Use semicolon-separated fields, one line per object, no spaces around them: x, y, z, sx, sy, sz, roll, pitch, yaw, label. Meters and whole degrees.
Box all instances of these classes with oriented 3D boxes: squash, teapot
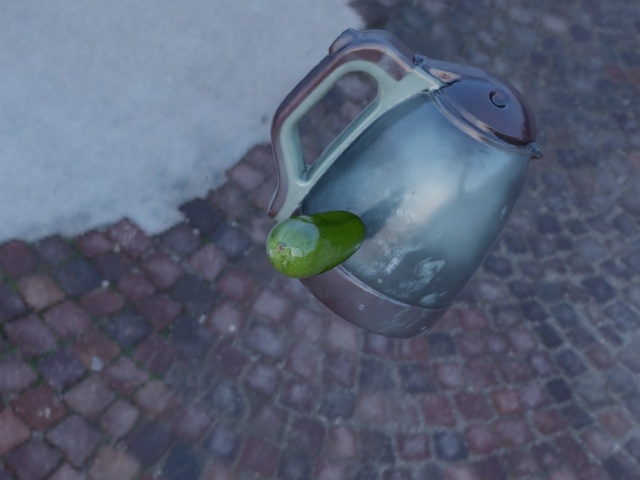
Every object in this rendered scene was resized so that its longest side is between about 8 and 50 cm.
0.000;0.000;1.357;0.066;0.066;0.201;38;19;13;squash
0.090;-0.089;1.515;0.315;0.312;0.233;30;27;-12;teapot
